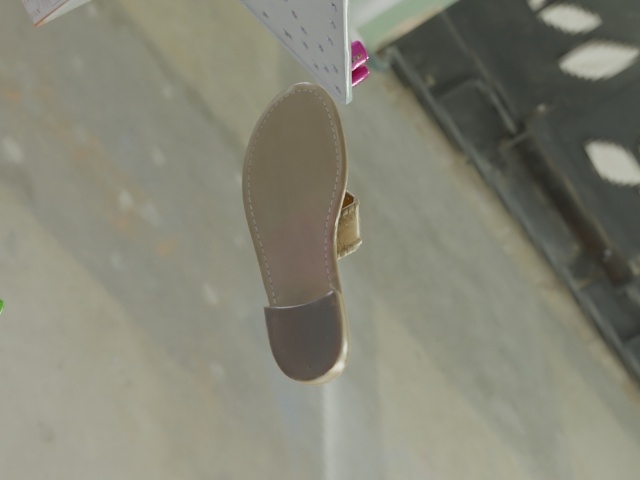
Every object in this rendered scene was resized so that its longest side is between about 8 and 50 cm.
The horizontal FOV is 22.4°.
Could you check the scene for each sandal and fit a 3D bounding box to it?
[{"bbox_3d":[-0.006,0.001,1.283,0.079,0.088,0.240,37,47,-65],"label":"sandal"}]

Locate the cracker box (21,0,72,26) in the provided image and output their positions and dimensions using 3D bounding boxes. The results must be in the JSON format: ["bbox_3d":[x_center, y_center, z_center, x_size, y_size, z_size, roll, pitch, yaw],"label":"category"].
[{"bbox_3d":[-0.242,-0.319,1.808,0.067,0.156,0.232,63,-23,-9],"label":"cracker box"}]

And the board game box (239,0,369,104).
[{"bbox_3d":[-0.081,-0.384,1.817,0.390,0.050,0.390,47,-16,20],"label":"board game box"}]

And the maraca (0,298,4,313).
[{"bbox_3d":[-0.387,0.108,1.586,0.099,0.185,0.127,28,-28,34],"label":"maraca"}]
